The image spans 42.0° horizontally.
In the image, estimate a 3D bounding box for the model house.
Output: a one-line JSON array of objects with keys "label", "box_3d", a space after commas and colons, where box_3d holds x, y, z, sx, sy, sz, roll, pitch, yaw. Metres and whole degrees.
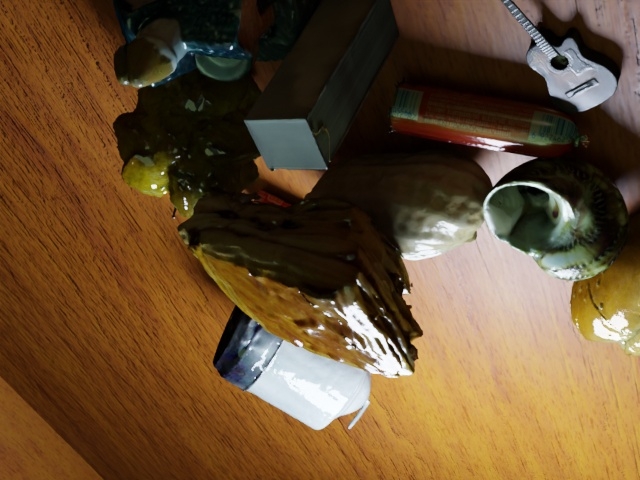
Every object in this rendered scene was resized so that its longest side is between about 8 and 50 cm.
[{"label": "model house", "box_3d": [-0.166, -0.261, 1.062, 0.253, 0.291, 0.184, 13, 137, 19]}]

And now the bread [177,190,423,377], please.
[{"label": "bread", "box_3d": [-0.010, 0.045, 1.189, 0.325, 0.167, 0.277, 17, 153, 38]}]

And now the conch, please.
[{"label": "conch", "box_3d": [0.324, -0.030, 1.145, 0.187, 0.124, 0.181, 2, 121, 18]}]

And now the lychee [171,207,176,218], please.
[{"label": "lychee", "box_3d": [-0.183, -0.113, 1.392, 0.140, 0.114, 0.101, -14, 103, 11]}]

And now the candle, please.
[{"label": "candle", "box_3d": [-0.031, 0.240, 1.649, 0.343, 0.221, 0.221, 30, 144, -9]}]

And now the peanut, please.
[{"label": "peanut", "box_3d": [0.102, -0.056, 1.256, 0.340, 0.158, 0.174, 5, 168, 35]}]

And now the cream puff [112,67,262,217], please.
[{"label": "cream puff", "box_3d": [-0.193, -0.159, 1.258, 0.244, 0.196, 0.244, 13, 128, 18]}]

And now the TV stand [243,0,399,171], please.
[{"label": "TV stand", "box_3d": [0.008, -0.204, 1.027, 0.088, 0.269, 0.082, 5, 138, 29]}]

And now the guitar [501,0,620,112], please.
[{"label": "guitar", "box_3d": [0.269, -0.249, 1.014, 0.233, 0.025, 0.088, 42, 142, -18]}]

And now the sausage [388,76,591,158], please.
[{"label": "sausage", "box_3d": [0.226, -0.155, 1.112, 0.264, 0.083, 0.083, 13, 142, 16]}]

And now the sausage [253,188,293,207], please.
[{"label": "sausage", "box_3d": [0.000, 0.000, 1.452, 0.274, 0.074, 0.074, 26, 144, 3]}]

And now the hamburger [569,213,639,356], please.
[{"label": "hamburger", "box_3d": [0.450, 0.068, 1.177, 0.144, 0.156, 0.283, 25, 146, 4]}]
